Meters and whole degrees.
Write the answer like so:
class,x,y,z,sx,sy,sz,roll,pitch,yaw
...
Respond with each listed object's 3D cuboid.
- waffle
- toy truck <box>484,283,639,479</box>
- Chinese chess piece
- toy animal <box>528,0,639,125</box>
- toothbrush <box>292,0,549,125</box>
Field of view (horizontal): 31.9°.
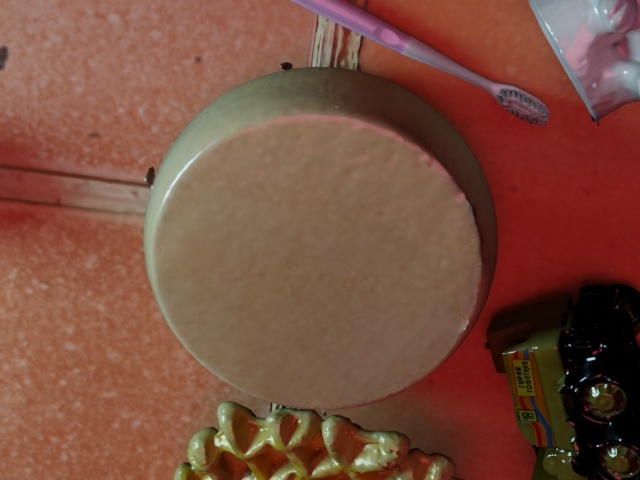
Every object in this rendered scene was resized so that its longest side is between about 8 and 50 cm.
class,x,y,z,sx,sy,sz,roll,pitch,yaw
waffle,0.004,0.228,0.951,0.261,0.056,0.250,20,131,-5
toy truck,0.220,0.170,0.903,0.127,0.127,0.257,-12,114,25
Chinese chess piece,0.000,0.000,0.852,0.273,0.102,0.273,1,115,3
toy animal,0.263,-0.164,0.751,0.221,0.131,0.103,-24,95,11
toothbrush,0.044,-0.153,0.824,0.286,0.025,0.020,26,113,-6
